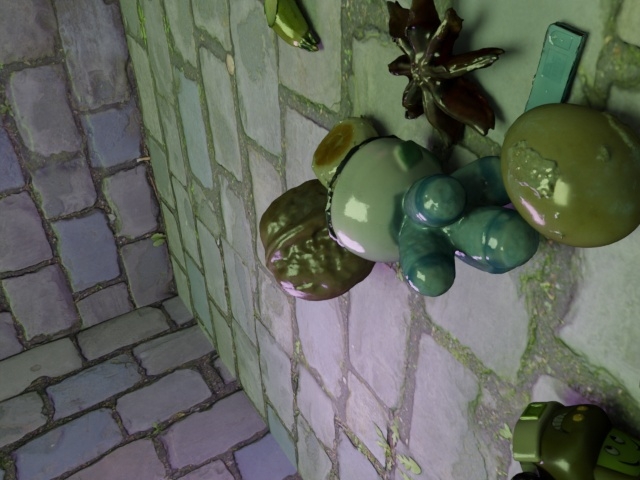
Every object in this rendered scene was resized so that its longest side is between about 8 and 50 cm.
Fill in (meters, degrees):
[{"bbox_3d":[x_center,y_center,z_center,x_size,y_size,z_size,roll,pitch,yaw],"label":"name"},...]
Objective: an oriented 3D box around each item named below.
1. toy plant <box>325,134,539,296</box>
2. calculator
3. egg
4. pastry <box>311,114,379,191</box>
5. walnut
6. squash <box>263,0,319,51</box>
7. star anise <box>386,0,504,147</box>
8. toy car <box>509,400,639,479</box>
[{"bbox_3d":[0.192,-0.032,0.924,0.332,0.247,0.247,28,132,51],"label":"toy plant"},{"bbox_3d":[0.310,-0.206,0.790,0.057,0.018,0.171,48,147,40],"label":"calculator"},{"bbox_3d":[0.312,-0.084,0.720,0.201,0.164,0.164,60,154,32],"label":"egg"},{"bbox_3d":[0.053,-0.174,1.179,0.088,0.165,0.166,37,175,-36],"label":"pastry"},{"bbox_3d":[-0.001,-0.003,1.272,0.227,0.273,0.273,-58,-47,-75],"label":"walnut"},{"bbox_3d":[-0.071,-0.480,1.272,0.090,0.075,0.200,-42,70,35],"label":"squash"},{"bbox_3d":[0.180,-0.275,0.911,0.288,0.088,0.288,56,167,21],"label":"star anise"},{"bbox_3d":[0.412,0.359,0.855,0.198,0.204,0.247,-17,94,41],"label":"toy car"}]
